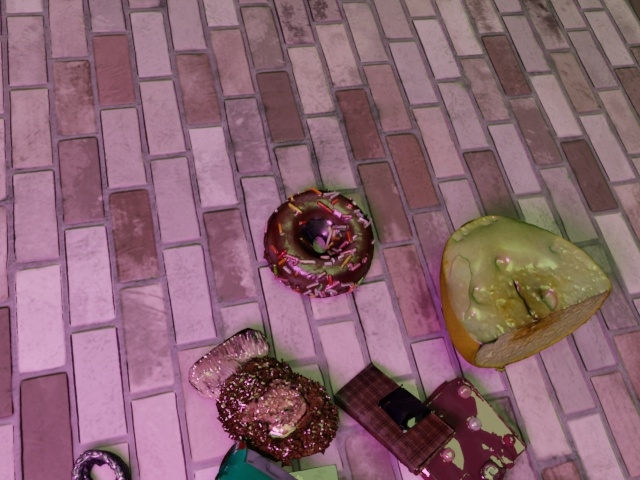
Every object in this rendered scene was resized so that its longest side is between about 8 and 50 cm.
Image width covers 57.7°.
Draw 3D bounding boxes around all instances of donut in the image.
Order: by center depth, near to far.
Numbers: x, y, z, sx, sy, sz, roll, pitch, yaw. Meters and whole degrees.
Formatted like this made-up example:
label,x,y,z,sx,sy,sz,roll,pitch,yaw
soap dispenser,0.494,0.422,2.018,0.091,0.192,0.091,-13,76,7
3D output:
label,x,y,z,sx,sy,sz,roll,pitch,yaw
donut,0.000,0.000,1.311,0.270,0.103,0.269,5,65,-10

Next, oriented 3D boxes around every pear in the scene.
label,x,y,z,sx,sy,sz,roll,pitch,yaw
pear,0.393,0.094,1.281,0.342,0.238,0.318,-19,58,-13

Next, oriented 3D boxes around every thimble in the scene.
label,x,y,z,sx,sy,sz,roll,pitch,yaw
thimble,-0.397,0.432,1.051,0.095,0.066,0.104,-9,67,-12

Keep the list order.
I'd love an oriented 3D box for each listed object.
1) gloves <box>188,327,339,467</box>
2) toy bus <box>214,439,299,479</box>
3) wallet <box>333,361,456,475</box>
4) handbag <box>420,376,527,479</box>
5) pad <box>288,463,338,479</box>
label,x,y,z,sx,sy,sz,roll,pitch,yaw
gloves,-0.102,0.308,1.124,0.210,0.135,0.312,-16,46,-39
toy bus,-0.067,0.529,0.977,0.343,0.183,0.199,32,39,6
wallet,0.144,0.348,1.157,0.124,0.042,0.230,-38,47,-22
handbag,0.285,0.415,1.185,0.203,0.074,0.216,-36,75,-21
pad,-0.030,0.564,1.094,0.170,0.006,0.245,-5,67,-12
